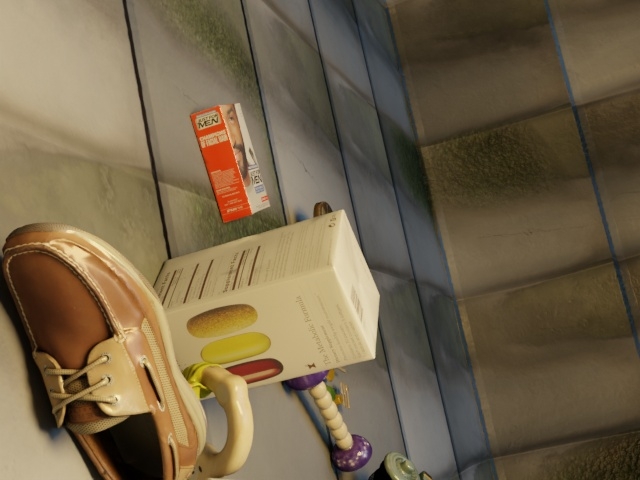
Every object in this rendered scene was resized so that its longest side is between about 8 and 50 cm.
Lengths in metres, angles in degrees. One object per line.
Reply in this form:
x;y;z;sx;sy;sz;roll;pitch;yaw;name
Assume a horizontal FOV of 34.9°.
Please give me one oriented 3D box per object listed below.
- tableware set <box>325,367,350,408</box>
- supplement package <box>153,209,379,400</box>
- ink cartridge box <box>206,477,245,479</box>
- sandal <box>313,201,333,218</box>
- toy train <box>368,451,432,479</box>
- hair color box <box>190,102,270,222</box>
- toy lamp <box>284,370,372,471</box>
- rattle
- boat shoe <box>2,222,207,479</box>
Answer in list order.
0.016;0.220;1.785;0.104;0.024;0.154;39;40;-59;tableware set
-0.067;0.081;1.220;0.134;0.244;0.139;-79;149;-58;supplement package
-0.051;0.342;1.095;0.176;0.127;0.128;22;92;-51;ink cartridge box
0.000;0.000;1.879;0.219;0.060;0.090;73;13;-71;sandal
0.132;0.483;1.631;0.190;0.142;0.334;43;20;-7;toy train
-0.133;-0.118;1.530;0.093;0.053;0.167;-35;108;-72;hair color box
0.006;0.258;1.614;0.080;0.080;0.274;-84;153;-52;toy lamp
-0.151;0.241;1.119;0.143;0.130;0.199;-8;109;-63;rattle
-0.201;0.127;0.962;0.116;0.123;0.324;-78;148;-54;boat shoe
